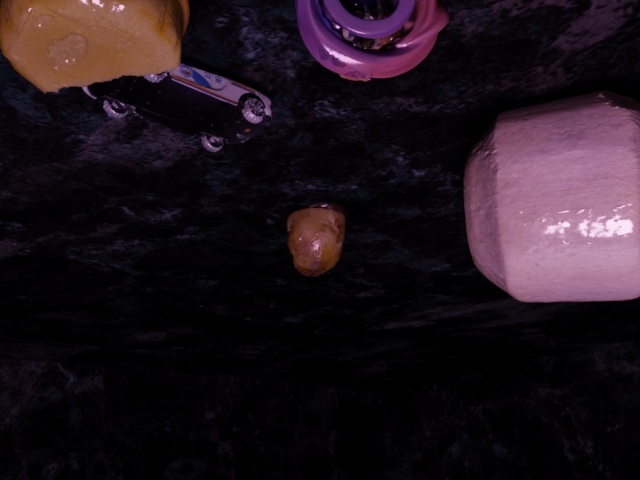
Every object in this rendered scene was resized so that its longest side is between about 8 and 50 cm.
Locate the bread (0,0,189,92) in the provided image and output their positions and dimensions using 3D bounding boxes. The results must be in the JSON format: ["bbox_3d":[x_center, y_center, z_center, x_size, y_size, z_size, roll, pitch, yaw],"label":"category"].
[{"bbox_3d":[-0.192,-0.191,0.586,0.156,0.086,0.125,-6,150,1],"label":"bread"}]

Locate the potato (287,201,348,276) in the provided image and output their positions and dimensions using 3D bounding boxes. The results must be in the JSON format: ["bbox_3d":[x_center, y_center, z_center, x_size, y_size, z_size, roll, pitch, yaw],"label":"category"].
[{"bbox_3d":[0.000,0.000,1.100,0.096,0.103,0.066,1,163,-13],"label":"potato"}]

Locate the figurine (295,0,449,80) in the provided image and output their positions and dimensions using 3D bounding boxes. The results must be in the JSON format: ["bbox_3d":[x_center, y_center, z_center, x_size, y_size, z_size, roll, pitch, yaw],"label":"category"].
[{"bbox_3d":[0.042,-0.192,0.601,0.126,0.114,0.157,28,-168,4],"label":"figurine"}]

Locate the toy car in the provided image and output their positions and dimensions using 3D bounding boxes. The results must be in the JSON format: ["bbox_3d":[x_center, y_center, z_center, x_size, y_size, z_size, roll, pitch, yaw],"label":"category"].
[{"bbox_3d":[-0.145,-0.151,0.737,0.205,0.056,0.095,18,152,-35],"label":"toy car"}]

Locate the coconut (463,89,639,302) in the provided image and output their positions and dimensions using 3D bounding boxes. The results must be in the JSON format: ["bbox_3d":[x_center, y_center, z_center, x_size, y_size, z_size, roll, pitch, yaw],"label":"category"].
[{"bbox_3d":[0.304,-0.049,0.811,0.265,0.237,0.237,-6,160,26],"label":"coconut"}]
